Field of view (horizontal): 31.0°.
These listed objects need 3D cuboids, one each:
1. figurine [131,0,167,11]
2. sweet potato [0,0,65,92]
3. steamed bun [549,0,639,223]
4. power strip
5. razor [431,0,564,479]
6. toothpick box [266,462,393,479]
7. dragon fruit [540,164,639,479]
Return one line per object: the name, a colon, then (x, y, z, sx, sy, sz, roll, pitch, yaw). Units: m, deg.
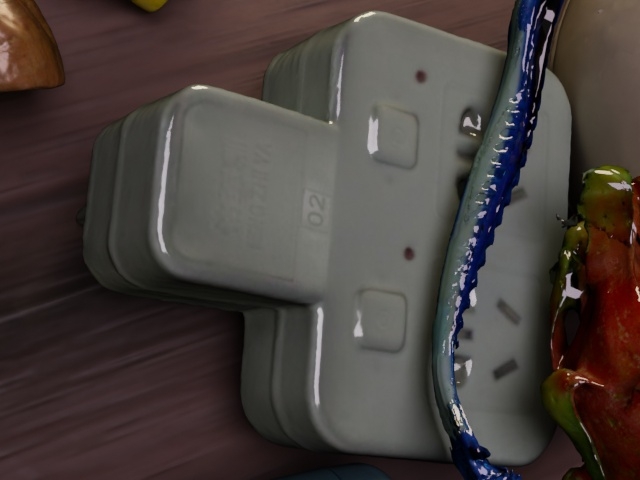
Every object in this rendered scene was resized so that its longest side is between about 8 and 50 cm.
figurine: (-0.093, -0.220, 0.646, 0.130, 0.109, 0.178, 26, 67, 10)
sweet potato: (-0.231, -0.156, 0.582, 0.097, 0.097, 0.251, -43, 91, -21)
steamed bun: (0.337, -0.088, 0.687, 0.375, 0.241, 0.374, 3, 81, -21)
power strip: (0.000, 0.000, 0.627, 0.261, 0.141, 0.229, 11, 76, -31)
razor: (0.091, -0.011, 0.585, 0.056, 0.093, 0.324, 9, 72, 1)
toothpick box: (-0.045, 0.182, 0.563, 0.184, 0.120, 0.120, -8, 82, -18)
dragon fruit: (0.167, 0.050, 0.593, 0.142, 0.138, 0.175, -17, 77, -22)
